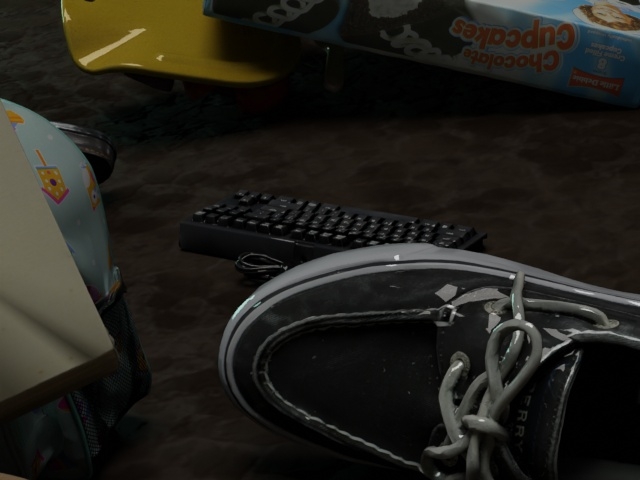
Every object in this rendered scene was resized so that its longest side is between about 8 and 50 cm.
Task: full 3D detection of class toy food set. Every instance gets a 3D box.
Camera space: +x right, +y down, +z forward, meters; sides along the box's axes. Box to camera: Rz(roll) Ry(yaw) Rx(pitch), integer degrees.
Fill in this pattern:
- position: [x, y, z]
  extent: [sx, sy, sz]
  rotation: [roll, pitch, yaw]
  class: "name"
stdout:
- position: [-0.089, -0.133, 1.383]
  extent: [0.218, 0.071, 0.128]
  rotation: [7, 41, -16]
  class: "toy food set"

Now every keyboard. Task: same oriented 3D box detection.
- position: [0.000, 0.000, 1.143]
  extent: [0.180, 0.023, 0.108]
  rotation: [9, 28, 29]
  class: "keyboard"

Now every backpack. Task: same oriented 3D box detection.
- position: [-0.183, 0.027, 0.914]
  extent: [0.166, 0.188, 0.144]
  rotation: [6, 27, 21]
  class: "backpack"

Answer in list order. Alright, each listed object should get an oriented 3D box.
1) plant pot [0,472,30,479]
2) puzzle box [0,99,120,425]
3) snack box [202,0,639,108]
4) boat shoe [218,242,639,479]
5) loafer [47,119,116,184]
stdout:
- position: [-0.172, 0.186, 0.662]
  extent: [0.237, 0.110, 0.237]
  rotation: [-4, 24, 2]
  class: "plant pot"
- position: [-0.324, 0.016, 0.794]
  extent: [0.409, 0.272, 0.052]
  rotation: [-24, -11, -7]
  class: "puzzle box"
- position: [0.079, -0.187, 1.394]
  extent: [0.322, 0.060, 0.187]
  rotation: [12, 25, -5]
  class: "snack box"
- position: [0.094, 0.074, 0.858]
  extent: [0.306, 0.113, 0.105]
  rotation: [11, 13, 11]
  class: "boat shoe"
- position: [-0.217, -0.036, 1.229]
  extent: [0.170, 0.062, 0.061]
  rotation: [-9, 47, -3]
  class: "loafer"
